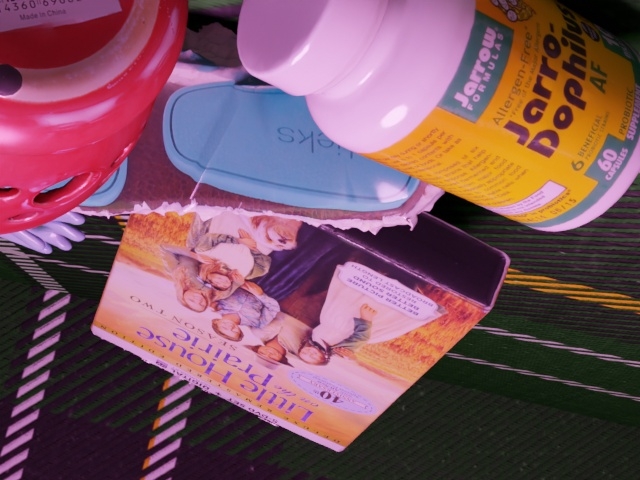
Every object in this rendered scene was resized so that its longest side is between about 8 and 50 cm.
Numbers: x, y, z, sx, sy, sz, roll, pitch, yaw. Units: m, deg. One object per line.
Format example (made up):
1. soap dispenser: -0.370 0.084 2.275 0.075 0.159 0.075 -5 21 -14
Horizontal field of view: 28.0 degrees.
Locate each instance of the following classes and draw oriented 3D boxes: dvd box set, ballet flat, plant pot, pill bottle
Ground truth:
1. dvd box set: -0.045 0.054 1.205 0.308 0.062 0.420 27 150 -5
2. ballet flat: -0.100 -0.084 0.883 0.409 0.147 0.147 12 169 12
3. plant pot: -0.169 -0.112 0.666 0.191 0.191 0.174 17 160 -18
4. pill bottle: 0.066 -0.088 0.664 0.208 0.117 0.118 21 167 -33

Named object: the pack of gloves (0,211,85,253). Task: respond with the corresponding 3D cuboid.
1. pack of gloves: -0.319 -0.053 1.269 0.232 0.046 0.195 19 138 -25
